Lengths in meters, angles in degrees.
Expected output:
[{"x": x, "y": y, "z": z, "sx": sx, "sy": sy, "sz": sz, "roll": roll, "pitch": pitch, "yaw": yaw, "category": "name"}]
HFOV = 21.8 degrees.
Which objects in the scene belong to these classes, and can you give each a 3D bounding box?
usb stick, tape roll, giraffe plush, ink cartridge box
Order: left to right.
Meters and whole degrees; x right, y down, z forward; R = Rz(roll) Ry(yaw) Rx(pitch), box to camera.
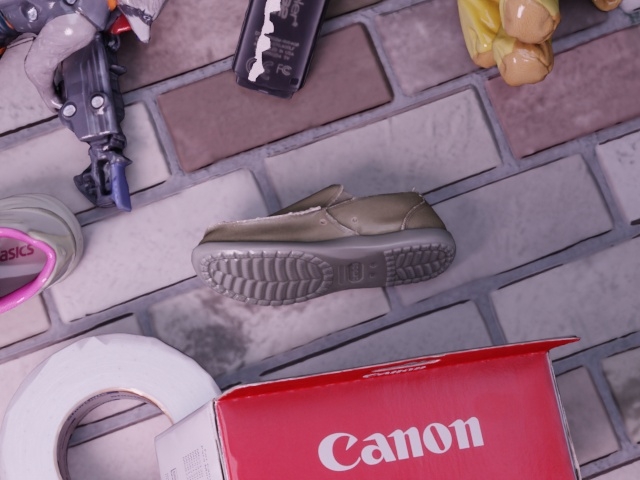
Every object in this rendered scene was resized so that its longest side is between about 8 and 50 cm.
[{"x": -0.186, "y": 0.198, "z": 1.541, "sx": 0.219, "sy": 0.072, "sz": 0.219, "roll": 0, "pitch": 79, "yaw": 0, "category": "tape roll"}, {"x": -0.018, "y": -0.272, "z": 1.588, "sx": 0.077, "sy": 0.045, "sz": 0.278, "roll": 16, "pitch": 112, "yaw": -3, "category": "usb stick"}, {"x": 0.045, "y": 0.182, "z": 1.403, "sx": 0.309, "sy": 0.272, "sz": 0.130, "roll": -7, "pitch": 77, "yaw": -20, "category": "ink cartridge box"}, {"x": 0.223, "y": -0.268, "z": 1.616, "sx": 0.170, "sy": 0.181, "sz": 0.210, "roll": -16, "pitch": 44, "yaw": -14, "category": "giraffe plush"}]

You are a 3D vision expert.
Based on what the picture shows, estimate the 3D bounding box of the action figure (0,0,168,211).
[{"x": -0.287, "y": -0.184, "z": 1.575, "sx": 0.330, "sy": 0.178, "sz": 0.341, "roll": -19, "pitch": 78, "yaw": 5, "category": "action figure"}]

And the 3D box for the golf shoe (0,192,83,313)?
[{"x": -0.371, "y": 0.038, "z": 1.533, "sx": 0.306, "sy": 0.140, "sz": 0.115, "roll": -21, "pitch": 103, "yaw": -3, "category": "golf shoe"}]

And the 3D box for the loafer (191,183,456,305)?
[{"x": 0.000, "y": 0.000, "z": 1.586, "sx": 0.251, "sy": 0.094, "sz": 0.087, "roll": -3, "pitch": 53, "yaw": -10, "category": "loafer"}]
